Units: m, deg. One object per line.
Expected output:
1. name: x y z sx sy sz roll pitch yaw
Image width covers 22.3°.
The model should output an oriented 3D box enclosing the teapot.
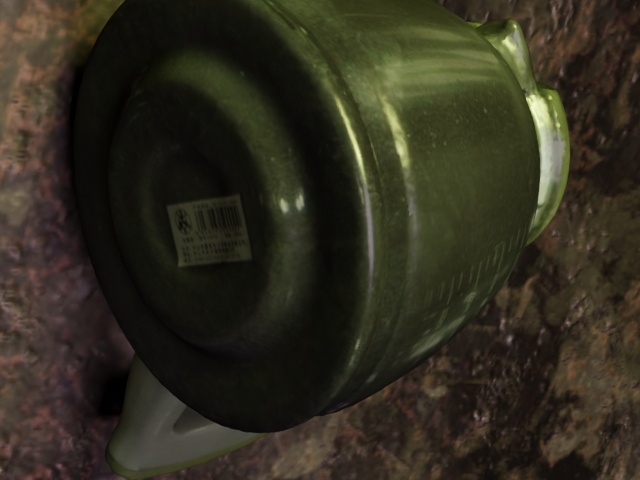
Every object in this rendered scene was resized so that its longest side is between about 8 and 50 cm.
1. teapot: 0.016 0.002 0.906 0.239 0.239 0.321 -14 116 -40
